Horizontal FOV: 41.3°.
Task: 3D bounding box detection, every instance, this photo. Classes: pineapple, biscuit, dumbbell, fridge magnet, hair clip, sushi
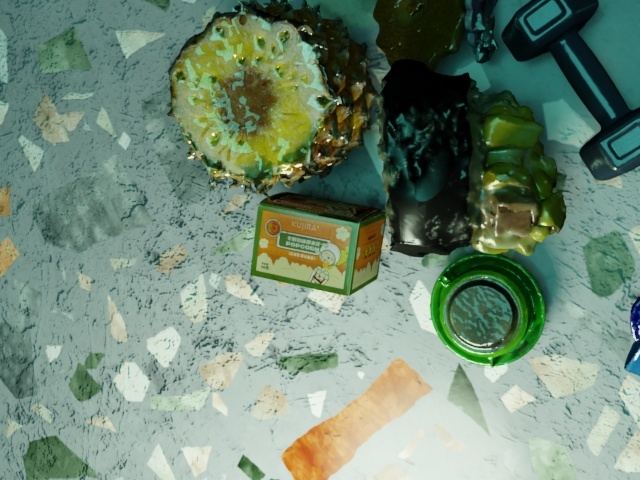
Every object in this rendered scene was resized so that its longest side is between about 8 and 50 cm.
[{"bbox_3d":[-0.073,-0.250,1.486,0.352,0.300,0.352,3,98,20],"label":"pineapple"},{"bbox_3d":[0.177,-0.377,1.479,0.182,0.034,0.215,-10,75,34],"label":"biscuit"},{"bbox_3d":[0.436,-0.258,1.374,0.144,0.156,0.316,-32,86,-7],"label":"dumbbell"},{"bbox_3d":[0.295,0.125,1.512,0.208,0.088,0.208,3,99,21],"label":"fridge magnet"},{"bbox_3d":[0.280,-0.397,1.421,0.052,0.124,0.195,8,101,25],"label":"hair clip"},{"bbox_3d":[0.242,-0.129,1.390,0.285,0.328,0.328,-5,81,9],"label":"sushi"}]

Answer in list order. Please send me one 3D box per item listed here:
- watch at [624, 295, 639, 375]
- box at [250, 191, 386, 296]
[{"bbox_3d":[0.577,0.143,1.349,0.171,0.200,0.196,18,108,21],"label":"watch"},{"bbox_3d":[0.000,0.000,1.561,0.195,0.177,0.148,12,101,19],"label":"box"}]
